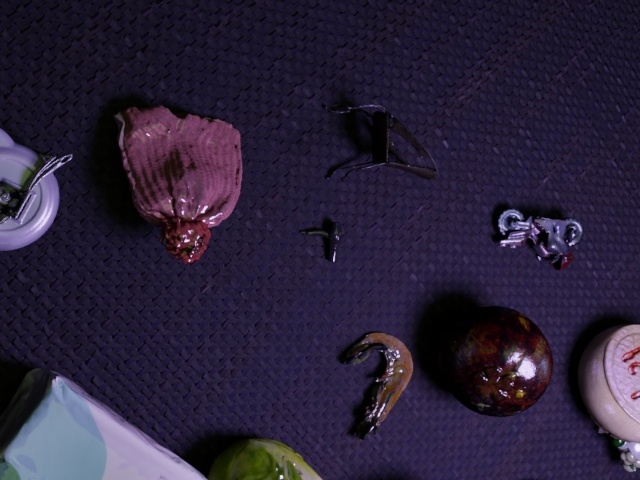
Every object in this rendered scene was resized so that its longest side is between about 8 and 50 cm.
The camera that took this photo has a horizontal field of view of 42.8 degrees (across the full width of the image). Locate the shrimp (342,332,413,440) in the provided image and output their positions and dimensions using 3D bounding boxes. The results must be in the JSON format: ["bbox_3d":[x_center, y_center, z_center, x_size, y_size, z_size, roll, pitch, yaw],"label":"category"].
[{"bbox_3d":[0.102,0.288,1.637,0.152,0.046,0.219,35,73,-24],"label":"shrimp"}]

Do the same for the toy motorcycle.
[{"bbox_3d":[0.480,-0.001,1.803,0.213,0.082,0.122,9,83,-14],"label":"toy motorcycle"}]

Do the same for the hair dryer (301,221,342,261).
[{"bbox_3d":[0.000,0.000,1.598,0.083,0.031,0.079,6,97,-13],"label":"hair dryer"}]

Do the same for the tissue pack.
[{"bbox_3d":[-0.384,0.408,1.319,0.356,0.194,0.266,41,73,-21],"label":"tissue pack"}]

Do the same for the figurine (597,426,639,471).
[{"bbox_3d":[0.713,0.446,1.918,0.147,0.093,0.197,-5,64,-55],"label":"figurine"}]

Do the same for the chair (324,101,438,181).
[{"bbox_3d":[0.122,-0.182,1.574,0.213,0.174,0.149,3,94,-16],"label":"chair"}]

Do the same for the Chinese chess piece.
[{"bbox_3d":[0.718,0.324,1.860,0.270,0.112,0.270,9,63,-18],"label":"Chinese chess piece"}]

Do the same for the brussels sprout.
[{"bbox_3d":[-0.108,0.459,1.483,0.223,0.161,0.223,15,62,-29],"label":"brussels sprout"}]

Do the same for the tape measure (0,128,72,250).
[{"bbox_3d":[-0.505,-0.078,1.299,0.178,0.105,0.196,22,80,-26],"label":"tape measure"}]

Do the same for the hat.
[{"bbox_3d":[-0.241,-0.094,1.424,0.237,0.107,0.286,3,66,-26],"label":"hat"}]

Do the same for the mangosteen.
[{"bbox_3d":[0.370,0.239,1.701,0.289,0.231,0.231,-23,105,-66],"label":"mangosteen"}]
